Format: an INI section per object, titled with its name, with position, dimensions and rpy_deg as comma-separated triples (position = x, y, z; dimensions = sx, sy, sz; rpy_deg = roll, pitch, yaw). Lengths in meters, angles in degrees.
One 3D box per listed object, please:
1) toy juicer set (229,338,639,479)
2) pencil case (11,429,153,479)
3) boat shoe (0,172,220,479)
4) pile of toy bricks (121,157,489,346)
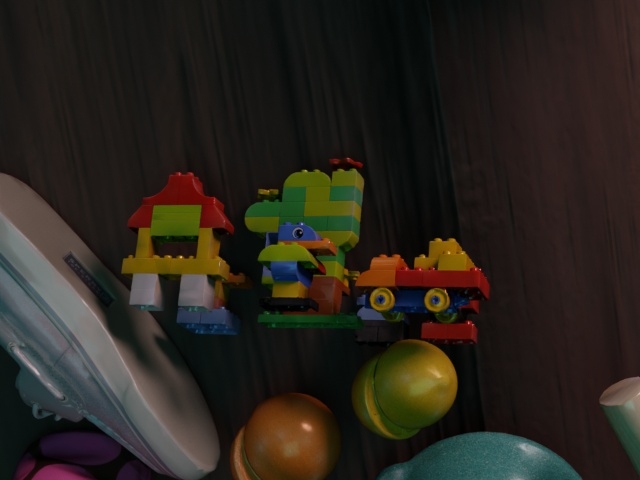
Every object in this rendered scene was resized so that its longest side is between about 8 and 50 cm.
[toy juicer set]
position = 0.100, 0.148, 0.813
dimensions = 0.328, 0.089, 0.209
rpy_deg = -6, 108, 12
[pencil case]
position = -0.140, 0.186, 0.773
dimensions = 0.098, 0.209, 0.095
rpy_deg = -25, 112, 1
[boat shoe]
position = -0.154, 0.066, 0.819
dimensions = 0.081, 0.079, 0.227
rpy_deg = -38, 94, 18
[pile of toy bricks]
position = 0.000, 0.000, 0.794
dimensions = 0.212, 0.118, 0.105
rpy_deg = 1, 74, 17
